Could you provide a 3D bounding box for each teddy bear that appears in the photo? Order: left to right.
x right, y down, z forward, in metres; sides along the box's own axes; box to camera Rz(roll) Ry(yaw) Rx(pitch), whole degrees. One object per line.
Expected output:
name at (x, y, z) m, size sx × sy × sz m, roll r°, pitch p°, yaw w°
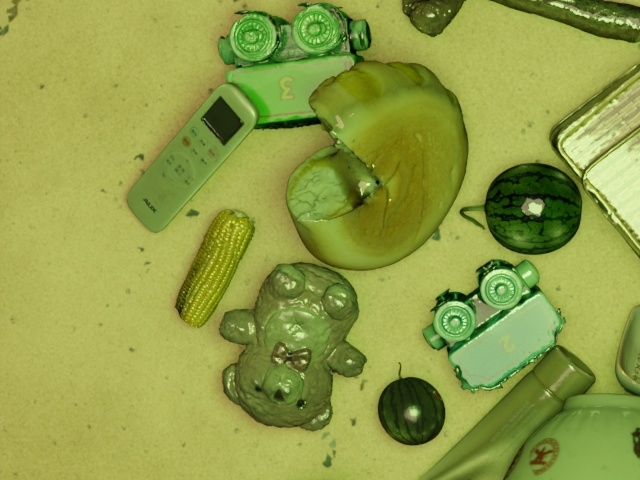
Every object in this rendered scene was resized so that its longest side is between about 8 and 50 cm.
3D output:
teddy bear at (-0.044, 0.165, 1.921) m, size 0.236 × 0.151 × 0.267 m, roll 22°, pitch 90°, yaw 1°
teddy bear at (0.154, -0.430, 1.883) m, size 0.190 × 0.177 × 0.140 m, roll 29°, pitch 52°, yaw 10°

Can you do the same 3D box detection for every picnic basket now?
picnic basket at (0.510, -0.102, 1.808) m, size 0.228 × 0.175 × 0.313 m, roll -37°, pitch 85°, yaw 9°

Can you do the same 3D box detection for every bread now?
bread at (0.080, -0.116, 1.840) m, size 0.333 × 0.333 × 0.160 m, roll -53°, pitch 45°, yaw 7°

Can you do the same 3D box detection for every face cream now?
face cream at (0.289, 0.314, 1.912) m, size 0.137 × 0.084 × 0.341 m, roll 37°, pitch 103°, yaw -8°

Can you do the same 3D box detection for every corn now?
corn at (-0.172, 0.044, 1.978) m, size 0.072 × 0.072 × 0.203 m, roll 27°, pitch 97°, yaw 7°

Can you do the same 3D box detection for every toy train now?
toy train at (-0.037, -0.271, 1.918) m, size 0.243 × 0.132 × 0.188 m, roll -7°, pitch 95°, yaw 12°
toy train at (0.268, 0.128, 1.891) m, size 0.203 × 0.112 × 0.163 m, roll -36°, pitch 92°, yaw 9°

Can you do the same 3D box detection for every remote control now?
remote control at (-0.202, -0.128, 1.934) m, size 0.090 × 0.038 × 0.309 m, roll 50°, pitch 124°, yaw 5°

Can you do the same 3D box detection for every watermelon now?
watermelon at (0.139, 0.255, 1.918) m, size 0.105 × 0.105 × 0.133 m, roll -20°, pitch 78°, yaw 9°
watermelon at (0.303, -0.046, 1.864) m, size 0.187 × 0.141 × 0.141 m, roll -3°, pitch 91°, yaw 13°

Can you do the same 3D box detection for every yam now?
yam at (0.370, -0.364, 1.883) m, size 0.274 × 0.061 × 0.061 m, roll 18°, pitch 95°, yaw 9°

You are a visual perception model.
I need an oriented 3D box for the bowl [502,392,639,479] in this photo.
bowl at (0.427, 0.313, 1.788) m, size 0.337 × 0.337 × 0.157 m, roll 4°, pitch 72°, yaw 9°

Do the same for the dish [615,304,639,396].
dish at (0.546, 0.203, 1.844) m, size 0.212 × 0.151 × 0.077 m, roll 21°, pitch 138°, yaw 8°
